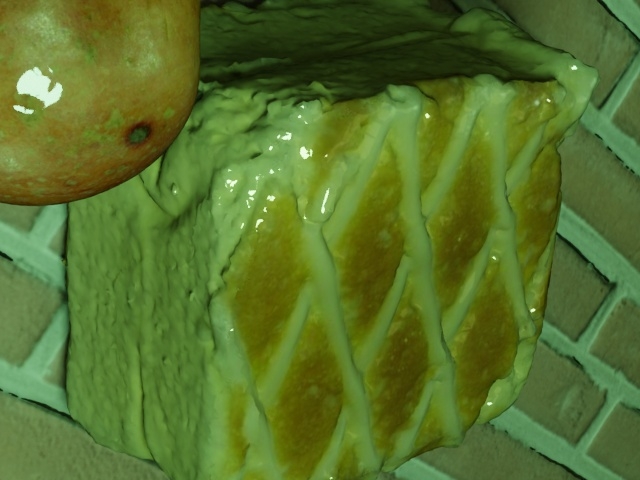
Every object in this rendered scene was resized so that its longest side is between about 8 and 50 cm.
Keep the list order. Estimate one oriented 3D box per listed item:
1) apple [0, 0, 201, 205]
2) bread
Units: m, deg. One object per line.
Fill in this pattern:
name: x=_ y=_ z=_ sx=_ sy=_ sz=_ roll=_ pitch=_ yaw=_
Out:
apple: x=-0.190 y=-0.150 z=1.219 sx=0.253 sy=0.253 sz=0.253 roll=-21 pitch=126 yaw=-32
bread: x=0.000 y=0.000 z=1.465 sx=0.371 sy=0.279 sz=0.390 roll=-13 pitch=124 yaw=-35
